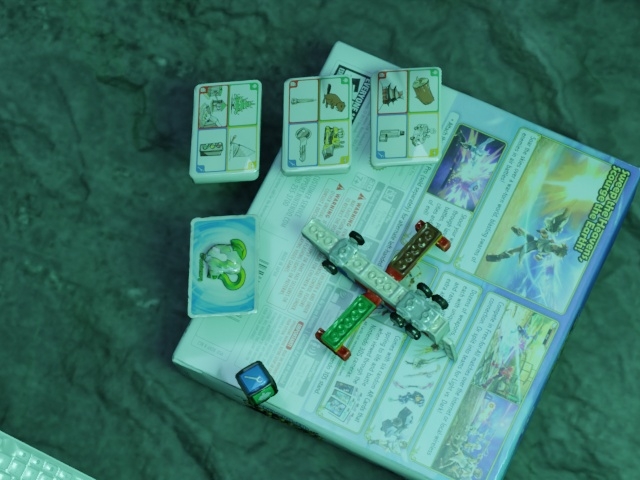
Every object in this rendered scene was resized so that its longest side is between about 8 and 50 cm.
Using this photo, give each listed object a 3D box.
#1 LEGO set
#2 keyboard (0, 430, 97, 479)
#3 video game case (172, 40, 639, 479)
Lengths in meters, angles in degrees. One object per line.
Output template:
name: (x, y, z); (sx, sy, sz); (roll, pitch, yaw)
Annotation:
LEGO set: (0.000, 0.000, 1.259); (0.182, 0.060, 0.244); (-4, 64, 8)
keyboard: (-0.132, 0.209, 1.197); (0.256, 0.014, 0.072); (33, 70, -28)
video game case: (0.064, 0.024, 1.291); (0.244, 0.061, 0.269); (24, 77, 13)
